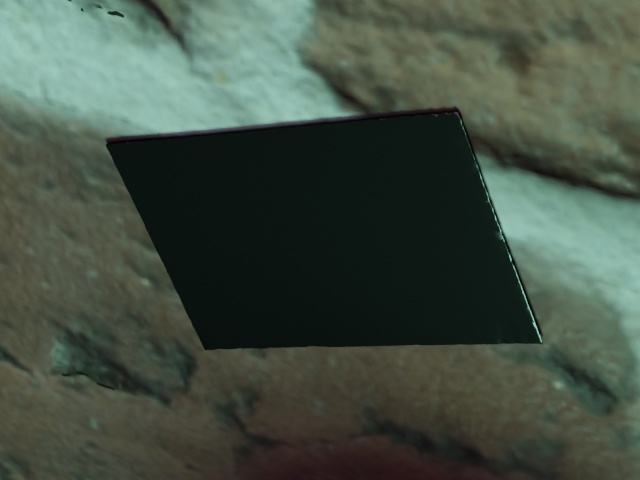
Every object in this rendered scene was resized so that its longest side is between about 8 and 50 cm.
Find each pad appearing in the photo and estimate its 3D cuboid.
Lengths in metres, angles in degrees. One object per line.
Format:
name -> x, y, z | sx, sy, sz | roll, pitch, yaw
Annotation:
pad -> 0.000, 0.000, 0.927 | 0.190, 0.004, 0.127 | -3, 125, 31
